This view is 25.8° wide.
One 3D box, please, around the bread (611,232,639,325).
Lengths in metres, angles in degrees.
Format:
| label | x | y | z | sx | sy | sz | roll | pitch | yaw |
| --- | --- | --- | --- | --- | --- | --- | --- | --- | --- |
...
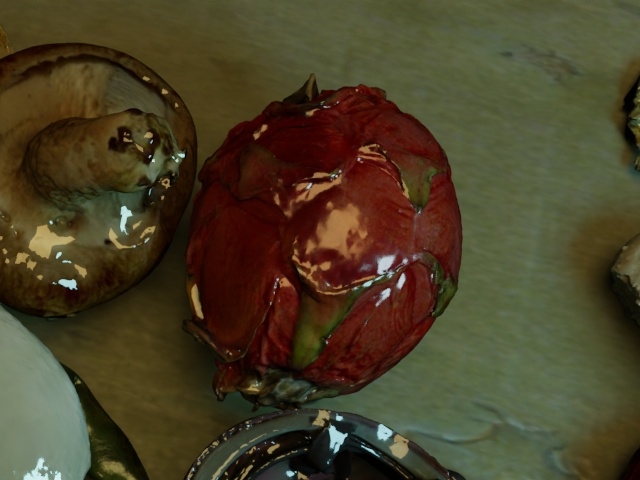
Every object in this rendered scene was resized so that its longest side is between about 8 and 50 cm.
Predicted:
| label | x | y | z | sx | sy | sz | roll | pitch | yaw |
| --- | --- | --- | --- | --- | --- | --- | --- | --- | --- |
| bread | 0.462 | 0.100 | 1.464 | 0.183 | 0.102 | 0.337 | -30 | 55 | -10 |

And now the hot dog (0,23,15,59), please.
| label | x | y | z | sx | sy | sz | roll | pitch | yaw |
| --- | --- | --- | --- | --- | --- | --- | --- | --- | --- |
| hot dog | -0.340 | -0.162 | 1.464 | 0.078 | 0.061 | 0.169 | -24 | 82 | -54 |

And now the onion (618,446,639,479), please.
| label | x | y | z | sx | sy | sz | roll | pitch | yaw |
| --- | --- | --- | --- | --- | --- | --- | --- | --- | --- |
| onion | 0.362 | 0.281 | 1.430 | 0.198 | 0.135 | 0.173 | -13 | 73 | -13 |

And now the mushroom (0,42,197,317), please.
| label | x | y | z | sx | sy | sz | roll | pitch | yaw |
| --- | --- | --- | --- | --- | --- | --- | --- | --- | --- |
| mushroom | -0.241 | -0.083 | 1.346 | 0.267 | 0.254 | 0.267 | 11 | 42 | -10 |

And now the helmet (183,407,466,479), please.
| label | x | y | z | sx | sy | sz | roll | pitch | yaw |
| --- | --- | --- | --- | --- | --- | --- | --- | --- | --- |
| helmet | 0.006 | 0.305 | 1.317 | 0.338 | 0.197 | 0.271 | 38 | 78 | -8 |

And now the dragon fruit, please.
| label | x | y | z | sx | sy | sz | roll | pitch | yaw |
| --- | --- | --- | --- | --- | --- | --- | --- | --- | --- |
| dragon fruit | 0.000 | 0.000 | 1.373 | 0.278 | 0.277 | 0.342 | 6 | 68 | -10 |

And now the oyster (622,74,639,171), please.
| label | x | y | z | sx | sy | sz | roll | pitch | yaw |
| --- | --- | --- | --- | --- | --- | --- | --- | --- | --- |
| oyster | 0.483 | -0.145 | 1.619 | 0.260 | 0.092 | 0.198 | 6 | 68 | -7 |

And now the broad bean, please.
| label | x | y | z | sx | sy | sz | roll | pitch | yaw |
| --- | --- | --- | --- | --- | --- | --- | --- | --- | --- |
| broad bean | -0.229 | 0.186 | 1.383 | 0.046 | 0.061 | 0.195 | -36 | 94 | 17 |

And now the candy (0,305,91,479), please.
| label | x | y | z | sx | sy | sz | roll | pitch | yaw |
| --- | --- | --- | --- | --- | --- | --- | --- | --- | --- |
| candy | -0.426 | 0.188 | 1.247 | 0.386 | 0.186 | 0.427 | -43 | 90 | -8 |

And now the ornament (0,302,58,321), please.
| label | x | y | z | sx | sy | sz | roll | pitch | yaw |
| --- | --- | --- | --- | --- | --- | --- | --- | --- | --- |
| ornament | -0.380 | 0.065 | 1.384 | 0.230 | 0.061 | 0.244 | 28 | 73 | -4 |
